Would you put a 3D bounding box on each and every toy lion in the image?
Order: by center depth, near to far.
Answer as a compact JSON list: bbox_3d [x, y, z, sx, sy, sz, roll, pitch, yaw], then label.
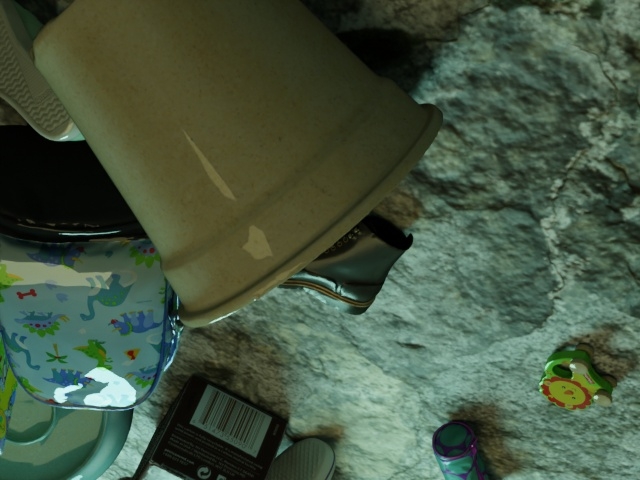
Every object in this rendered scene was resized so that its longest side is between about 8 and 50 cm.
[{"bbox_3d":[0.316,0.178,1.437,0.096,0.034,0.100,-13,127,42],"label":"toy lion"}]

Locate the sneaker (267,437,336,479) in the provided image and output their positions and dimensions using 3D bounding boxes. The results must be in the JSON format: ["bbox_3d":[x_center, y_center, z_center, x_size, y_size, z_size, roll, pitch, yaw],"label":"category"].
[{"bbox_3d":[-0.033,0.431,1.750,0.161,0.102,0.282,25,107,-35],"label":"sneaker"}]

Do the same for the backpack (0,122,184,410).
[{"bbox_3d":[-0.283,0.045,1.411,0.290,0.273,0.355,2,150,-6],"label":"backpack"}]

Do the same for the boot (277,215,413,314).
[{"bbox_3d":[0.000,0.000,1.366,0.198,0.076,0.137,20,134,-16],"label":"boot"}]

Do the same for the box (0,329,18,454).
[{"bbox_3d":[-0.551,0.118,1.495,0.290,0.279,0.177,1,139,-1],"label":"box"}]

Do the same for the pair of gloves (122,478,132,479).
[{"bbox_3d":[-0.316,0.442,1.976,0.074,0.010,0.083,-25,121,38],"label":"pair of gloves"}]

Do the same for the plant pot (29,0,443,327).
[{"bbox_3d":[-0.104,-0.138,1.114,0.334,0.334,0.305,-30,105,41],"label":"plant pot"}]

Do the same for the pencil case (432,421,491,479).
[{"bbox_3d":[0.206,0.325,1.601,0.070,0.064,0.151,9,138,38],"label":"pencil case"}]

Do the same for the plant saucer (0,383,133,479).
[{"bbox_3d":[-0.434,0.243,1.662,0.318,0.043,0.317,-1,101,-5],"label":"plant saucer"}]

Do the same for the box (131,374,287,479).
[{"bbox_3d":[-0.179,0.344,1.704,0.168,0.167,0.203,28,137,-6],"label":"box"}]

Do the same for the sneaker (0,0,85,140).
[{"bbox_3d":[-0.302,-0.193,1.272,0.256,0.151,0.094,46,112,23],"label":"sneaker"}]
